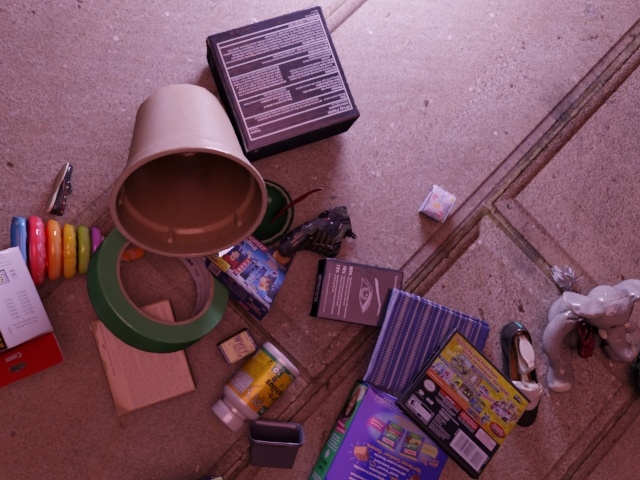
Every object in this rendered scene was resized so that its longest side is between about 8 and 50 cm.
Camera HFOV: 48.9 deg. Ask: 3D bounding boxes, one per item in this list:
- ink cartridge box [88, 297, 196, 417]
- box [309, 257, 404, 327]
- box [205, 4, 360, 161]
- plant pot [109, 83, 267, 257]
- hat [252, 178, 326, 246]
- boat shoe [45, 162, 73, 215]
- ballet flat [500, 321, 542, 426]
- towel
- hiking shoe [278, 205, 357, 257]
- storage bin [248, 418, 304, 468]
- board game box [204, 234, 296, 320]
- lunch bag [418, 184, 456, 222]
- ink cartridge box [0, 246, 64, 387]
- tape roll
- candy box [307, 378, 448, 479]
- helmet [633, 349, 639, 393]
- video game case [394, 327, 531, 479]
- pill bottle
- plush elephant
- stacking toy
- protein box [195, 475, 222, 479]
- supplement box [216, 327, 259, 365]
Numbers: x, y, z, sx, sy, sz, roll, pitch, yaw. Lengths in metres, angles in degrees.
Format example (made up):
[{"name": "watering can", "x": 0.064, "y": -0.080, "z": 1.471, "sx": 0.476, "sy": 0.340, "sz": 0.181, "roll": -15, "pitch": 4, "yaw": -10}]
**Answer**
[{"name": "ink cartridge box", "x": -0.420, "y": 0.276, "z": 1.681, "sx": 0.193, "sy": 0.088, "sz": 0.234, "roll": -16, "pitch": 87, "yaw": -10}, {"name": "box", "x": 0.091, "y": 0.136, "z": 1.776, "sx": 0.207, "sy": 0.108, "sz": 0.153, "roll": 11, "pitch": 84, "yaw": -9}, {"name": "box", "x": -0.099, "y": -0.379, "z": 1.751, "sx": 0.297, "sy": 0.183, "sz": 0.293, "roll": -19, "pitch": 87, "yaw": -10}, {"name": "plant pot", "x": -0.308, "y": -0.181, "z": 1.611, "sx": 0.334, "sy": 0.333, "sz": 0.305, "roll": -6, "pitch": 48, "yaw": -11}, {"name": "hat", "x": -0.131, "y": -0.087, "z": 1.718, "sx": 0.173, "sy": 0.183, "sz": 0.208, "roll": 41, "pitch": 79, "yaw": -4}, {"name": "boat shoe", "x": -0.625, "y": -0.124, "z": 1.707, "sx": 0.042, "sy": 0.049, "sz": 0.132, "roll": 23, "pitch": 73, "yaw": -35}, {"name": "ballet flat", "x": 0.525, "y": 0.353, "z": 1.839, "sx": 0.095, "sy": 0.096, "sz": 0.280, "roll": -9, "pitch": 87, "yaw": -12}, {"name": "towel", "x": 0.275, "y": 0.279, "z": 1.778, "sx": 0.336, "sy": 0.040, "sz": 0.243, "roll": 22, "pitch": 83, "yaw": -29}, {"name": "hiking shoe", "x": 0.000, "y": 0.000, "z": 1.764, "sx": 0.227, "sy": 0.086, "sz": 0.114, "roll": -31, "pitch": 97, "yaw": -30}, {"name": "storage bin", "x": -0.116, "y": 0.499, "z": 1.722, "sx": 0.135, "sy": 0.098, "sz": 0.091, "roll": 9, "pitch": 111, "yaw": -10}, {"name": "board game box", "x": -0.157, "y": 0.064, "z": 1.721, "sx": 0.194, "sy": 0.060, "sz": 0.194, "roll": 41, "pitch": 45, "yaw": 2}, {"name": "lunch bag", "x": 0.311, "y": -0.096, "z": 1.866, "sx": 0.071, "sy": 0.053, "sz": 0.083, "roll": 28, "pitch": 90, "yaw": -4}, {"name": "ink cartridge box", "x": -0.745, "y": 0.198, "z": 1.530, "sx": 0.310, "sy": 0.130, "sz": 0.271, "roll": -24, "pitch": 90, "yaw": 28}, {"name": "tape roll", "x": -0.370, "y": 0.097, "z": 1.629, "sx": 0.321, "sy": 0.077, "sz": 0.321, "roll": 20, "pitch": 53, "yaw": -28}, {"name": "candy box", "x": 0.149, "y": 0.549, "z": 1.742, "sx": 0.268, "sy": 0.122, "sz": 0.317, "roll": 29, "pitch": 79, "yaw": -8}, {"name": "helmet", "x": 0.927, "y": 0.371, "z": 1.878, "sx": 0.170, "sy": 0.169, "sz": 0.161, "roll": 6, "pitch": 70, "yaw": -10}, {"name": "video game case", "x": 0.354, "y": 0.399, "z": 1.734, "sx": 0.275, "sy": 0.035, "sz": 0.248, "roll": 44, "pitch": 68, "yaw": -4}, {"name": "pill bottle", "x": -0.161, "y": 0.358, "z": 1.706, "sx": 0.117, "sy": 0.117, "sz": 0.208, "roll": 45, "pitch": 79, "yaw": -3}, {"name": "plush elephant", "x": 0.716, "y": 0.212, "z": 1.805, "sx": 0.272, "sy": 0.255, "sz": 0.329, "roll": -14, "pitch": 87, "yaw": -11}, {"name": "stacking toy", "x": -0.566, "y": 0.024, "z": 1.661, "sx": 0.302, "sy": 0.175, "sz": 0.165, "roll": -1, "pitch": 88, "yaw": -22}, {"name": "protein box", "x": -0.310, "y": 0.668, "z": 1.607, "sx": 0.201, "sy": 0.136, "sz": 0.199, "roll": -12, "pitch": 78, "yaw": -25}, {"name": "supplement box", "x": -0.204, "y": 0.259, "z": 1.724, "sx": 0.083, "sy": 0.083, "sz": 0.056, "roll": -29, "pitch": 91, "yaw": -13}]
